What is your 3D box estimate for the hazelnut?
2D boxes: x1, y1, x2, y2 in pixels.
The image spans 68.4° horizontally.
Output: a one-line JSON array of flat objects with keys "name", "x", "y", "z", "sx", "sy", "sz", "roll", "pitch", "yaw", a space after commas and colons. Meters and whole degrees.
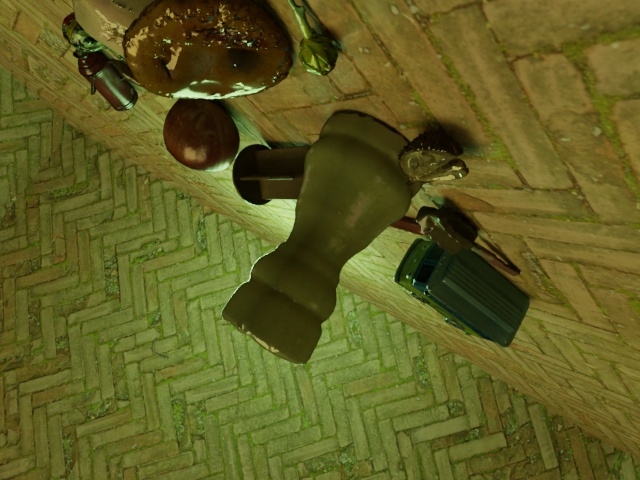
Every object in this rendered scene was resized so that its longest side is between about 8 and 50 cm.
[{"name": "hazelnut", "x": -0.312, "y": -0.280, "z": 1.240, "sx": 0.214, "sy": 0.176, "sz": 0.214, "roll": 15, "pitch": 139, "yaw": 13}]

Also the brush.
[{"name": "brush", "x": 0.338, "y": 0.014, "z": 1.040, "sx": 0.301, "sy": 0.071, "sz": 0.084, "roll": 31, "pitch": 167, "yaw": -25}]

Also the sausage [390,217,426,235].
[{"name": "sausage", "x": 0.219, "y": -0.041, "z": 1.194, "sx": 0.147, "sy": 0.035, "sz": 0.030, "roll": 18, "pitch": 130, "yaw": 48}]

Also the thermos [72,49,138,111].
[{"name": "thermos", "x": -0.652, "y": -0.498, "z": 1.425, "sx": 0.124, "sy": 0.099, "sz": 0.232, "roll": -8, "pitch": 158, "yaw": 7}]

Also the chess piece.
[{"name": "chess piece", "x": 0.000, "y": 0.000, "z": 0.899, "sx": 0.234, "sy": 0.442, "sz": 0.234, "roll": 31, "pitch": 170, "yaw": 6}]

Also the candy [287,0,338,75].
[{"name": "candy", "x": -0.034, "y": -0.316, "z": 0.657, "sx": 0.062, "sy": 0.058, "sz": 0.194, "roll": 11, "pitch": 149, "yaw": 41}]

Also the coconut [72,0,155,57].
[{"name": "coconut", "x": -0.328, "y": -0.395, "z": 0.781, "sx": 0.183, "sy": 0.171, "sz": 0.171, "roll": 30, "pitch": 171, "yaw": -22}]

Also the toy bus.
[{"name": "toy bus", "x": 0.367, "y": 0.132, "z": 1.234, "sx": 0.312, "sy": 0.152, "sz": 0.190, "roll": 36, "pitch": 169, "yaw": -20}]

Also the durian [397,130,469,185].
[{"name": "durian", "x": 0.183, "y": -0.136, "z": 0.773, "sx": 0.110, "sy": 0.071, "sz": 0.140, "roll": 29, "pitch": 156, "yaw": -11}]

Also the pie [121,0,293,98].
[{"name": "pie", "x": -0.176, "y": -0.304, "z": 0.768, "sx": 0.273, "sy": 0.069, "sz": 0.273, "roll": -11, "pitch": 167, "yaw": -3}]

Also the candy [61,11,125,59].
[{"name": "candy", "x": -0.501, "y": -0.465, "z": 1.206, "sx": 0.305, "sy": 0.091, "sz": 0.083, "roll": 30, "pitch": -161, "yaw": -30}]

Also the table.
[{"name": "table", "x": -0.095, "y": -0.171, "z": 1.213, "sx": 0.226, "sy": 0.167, "sz": 0.167, "roll": 6, "pitch": 154, "yaw": 46}]

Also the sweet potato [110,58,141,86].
[{"name": "sweet potato", "x": -0.535, "y": -0.470, "z": 1.359, "sx": 0.153, "sy": 0.038, "sz": 0.041, "roll": 33, "pitch": -168, "yaw": -14}]
